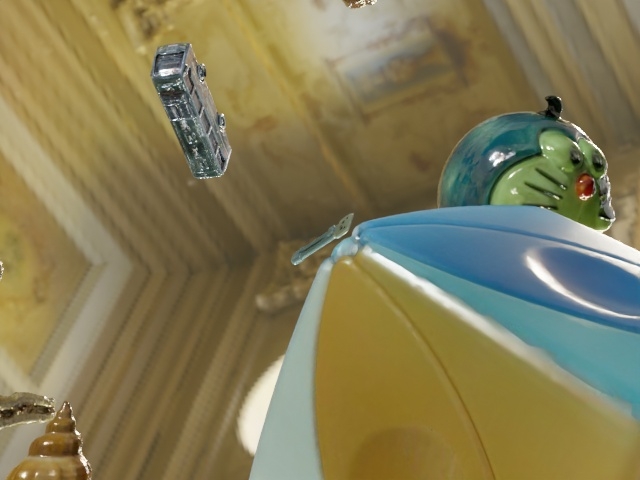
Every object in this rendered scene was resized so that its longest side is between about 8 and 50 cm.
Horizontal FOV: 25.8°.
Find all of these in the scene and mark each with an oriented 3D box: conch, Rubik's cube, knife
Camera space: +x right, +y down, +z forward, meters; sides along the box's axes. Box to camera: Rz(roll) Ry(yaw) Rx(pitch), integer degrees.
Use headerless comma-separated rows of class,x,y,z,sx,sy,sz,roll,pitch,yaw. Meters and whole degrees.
conch,-0.240,0.282,1.054,0.093,0.109,0.330,55,-129,-73
Rubik's cube,0.177,0.188,1.224,0.351,0.352,0.347,-11,-55,-53
knife,0.000,0.000,1.423,0.010,0.096,0.027,38,-136,-20

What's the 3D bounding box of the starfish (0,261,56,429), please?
starfish,-0.264,0.061,0.908,0.190,0.146,0.074,57,173,2

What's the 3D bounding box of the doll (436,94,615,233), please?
doll,0.217,-0.010,1.585,0.198,0.186,0.322,14,-81,-40

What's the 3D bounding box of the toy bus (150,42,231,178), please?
toy bus,-0.148,-0.148,1.606,0.166,0.047,0.065,69,-158,-43

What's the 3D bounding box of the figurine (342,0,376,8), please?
figurine,0.118,-0.362,1.484,0.204,0.332,0.185,88,174,-70
